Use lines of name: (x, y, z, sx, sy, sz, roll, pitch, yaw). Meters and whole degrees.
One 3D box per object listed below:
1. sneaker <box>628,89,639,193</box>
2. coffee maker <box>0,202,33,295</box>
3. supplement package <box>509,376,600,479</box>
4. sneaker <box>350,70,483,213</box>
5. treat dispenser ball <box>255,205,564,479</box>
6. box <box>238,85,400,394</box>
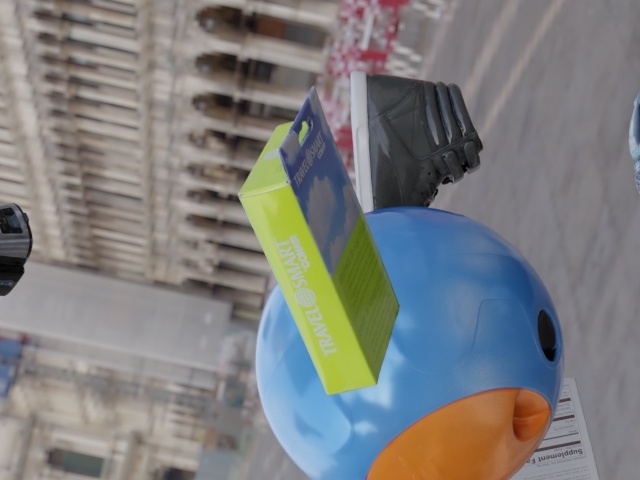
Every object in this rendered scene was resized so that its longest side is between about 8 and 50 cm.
sneaker: (0.355, -0.109, 1.440, 0.283, 0.110, 0.122, -68, -39, -63)
coffee maker: (-0.484, 0.017, 1.897, 0.171, 0.178, 0.120, -20, 75, 43)
supplement package: (0.206, 0.271, 1.805, 0.262, 0.204, 0.145, 104, 156, -77)
sneaker: (0.114, -0.053, 1.654, 0.104, 0.147, 0.295, 82, -176, -78)
treat dispenser ball: (0.083, 0.111, 1.380, 0.288, 0.288, 0.288, -168, 90, -88)
box: (0.000, 0.000, 0.984, 0.109, 0.042, 0.178, -67, -41, -59)
